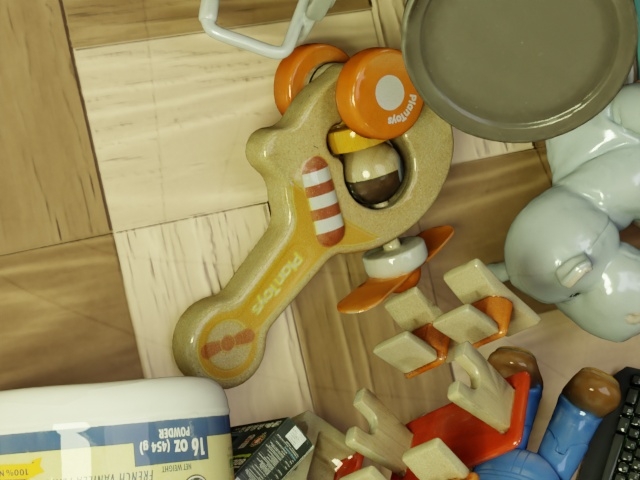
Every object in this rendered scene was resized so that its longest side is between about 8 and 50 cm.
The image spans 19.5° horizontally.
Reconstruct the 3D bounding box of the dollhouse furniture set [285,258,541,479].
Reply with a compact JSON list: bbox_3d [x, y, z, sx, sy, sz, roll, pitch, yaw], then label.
[{"bbox_3d":[0.080,0.186,1.622,0.135,0.259,0.262,41,43,-25],"label":"dollhouse furniture set"}]

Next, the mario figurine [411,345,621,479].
[{"bbox_3d":[0.183,0.253,1.736,0.170,0.198,0.320,39,59,-37],"label":"mario figurine"}]

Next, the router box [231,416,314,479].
[{"bbox_3d":[-0.073,0.201,1.611,0.038,0.122,0.092,51,59,-13],"label":"router box"}]

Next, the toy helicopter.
[{"bbox_3d":[0.000,0.000,1.710,0.355,0.140,0.235,-52,120,-16],"label":"toy helicopter"}]

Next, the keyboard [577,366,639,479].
[{"bbox_3d":[0.344,0.288,1.849,0.033,0.202,0.317,64,43,-63],"label":"keyboard"}]

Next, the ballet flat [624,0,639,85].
[{"bbox_3d":[0.246,-0.326,1.867,0.139,0.139,0.400,-35,131,-32],"label":"ballet flat"}]

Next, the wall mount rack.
[{"bbox_3d":[-0.006,-0.340,1.642,0.130,0.350,0.304,20,63,-8],"label":"wall mount rack"}]

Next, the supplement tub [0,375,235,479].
[{"bbox_3d":[-0.174,0.272,1.471,0.228,0.228,0.316,-2,84,-33],"label":"supplement tub"}]

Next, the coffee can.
[{"bbox_3d":[0.176,-0.242,1.694,0.201,0.201,0.275,43,25,-21],"label":"coffee can"}]

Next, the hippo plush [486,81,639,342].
[{"bbox_3d":[0.293,-0.037,1.820,0.294,0.234,0.236,39,63,-23],"label":"hippo plush"}]
